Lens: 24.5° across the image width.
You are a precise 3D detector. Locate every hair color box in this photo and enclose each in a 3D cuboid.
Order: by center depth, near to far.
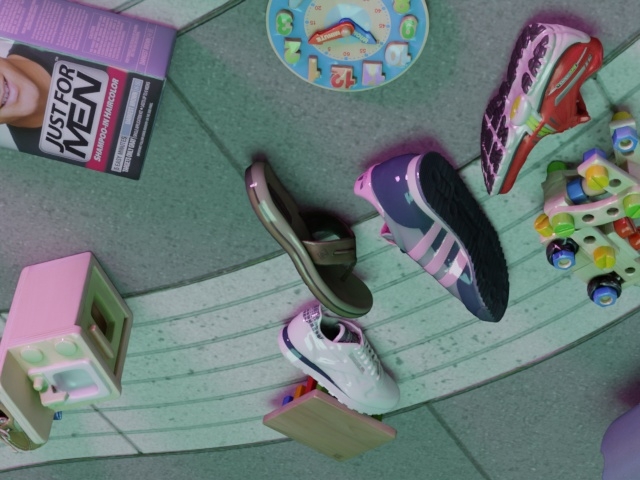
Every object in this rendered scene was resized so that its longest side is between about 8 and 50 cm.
[{"bbox_3d":[-0.390,-0.218,1.890,0.374,0.114,0.185,14,133,-8],"label":"hair color box"}]

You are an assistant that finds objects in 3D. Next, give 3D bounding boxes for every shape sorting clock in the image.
[{"bbox_3d":[0.034,-0.273,1.853,0.206,0.040,0.206,2,134,2],"label":"shape sorting clock"}]

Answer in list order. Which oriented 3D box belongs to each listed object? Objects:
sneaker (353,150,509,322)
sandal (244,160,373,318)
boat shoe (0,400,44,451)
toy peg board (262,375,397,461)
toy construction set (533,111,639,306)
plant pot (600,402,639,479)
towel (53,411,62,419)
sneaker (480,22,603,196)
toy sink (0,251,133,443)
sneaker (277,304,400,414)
[{"bbox_3d":[0.162,-0.002,2.076,0.131,0.112,0.319,-6,133,33],"label":"sneaker"},{"bbox_3d":[0.000,0.000,2.073,0.086,0.120,0.303,-29,126,11],"label":"sandal"},{"bbox_3d":[-0.536,0.250,2.351,0.104,0.089,0.285,0,133,36],"label":"boat shoe"},{"bbox_3d":[0.020,0.273,2.370,0.161,0.079,0.160,30,145,-21],"label":"toy peg board"},{"bbox_3d":[0.423,-0.010,2.014,0.215,0.151,0.328,-31,113,29],"label":"toy construction set"},{"bbox_3d":[0.622,0.318,2.196,0.341,0.341,0.334,30,136,-22],"label":"plant pot"},{"bbox_3d":[-0.457,0.247,2.401,0.067,0.029,0.119,4,134,2],"label":"towel"},{"bbox_3d":[0.288,-0.156,1.907,0.118,0.107,0.279,7,137,-15],"label":"sneaker"},{"bbox_3d":[-0.372,0.158,2.168,0.131,0.234,0.153,-13,131,17],"label":"toy sink"},{"bbox_3d":[0.047,0.186,2.268,0.235,0.090,0.095,35,118,-27],"label":"sneaker"}]
